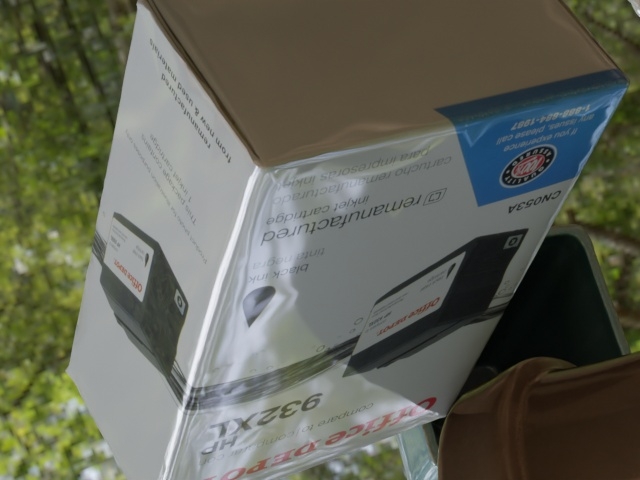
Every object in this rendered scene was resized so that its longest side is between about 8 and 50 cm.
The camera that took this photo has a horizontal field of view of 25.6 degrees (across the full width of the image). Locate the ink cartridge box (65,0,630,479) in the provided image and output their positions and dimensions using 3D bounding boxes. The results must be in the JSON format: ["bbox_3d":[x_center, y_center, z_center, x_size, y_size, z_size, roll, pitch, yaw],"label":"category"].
[{"bbox_3d":[0.000,0.000,0.786,0.223,0.129,0.307,-16,146,-30],"label":"ink cartridge box"}]

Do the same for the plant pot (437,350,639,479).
[{"bbox_3d":[0.239,0.161,0.878,0.229,0.263,0.263,-34,-177,30],"label":"plant pot"}]

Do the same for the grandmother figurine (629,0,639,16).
[{"bbox_3d":[0.388,-0.234,1.236,0.104,0.208,0.342,-48,-155,-10],"label":"grandmother figurine"}]

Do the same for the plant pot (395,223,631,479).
[{"bbox_3d":[0.182,0.161,1.573,0.247,0.247,0.252,-8,154,-14],"label":"plant pot"}]
